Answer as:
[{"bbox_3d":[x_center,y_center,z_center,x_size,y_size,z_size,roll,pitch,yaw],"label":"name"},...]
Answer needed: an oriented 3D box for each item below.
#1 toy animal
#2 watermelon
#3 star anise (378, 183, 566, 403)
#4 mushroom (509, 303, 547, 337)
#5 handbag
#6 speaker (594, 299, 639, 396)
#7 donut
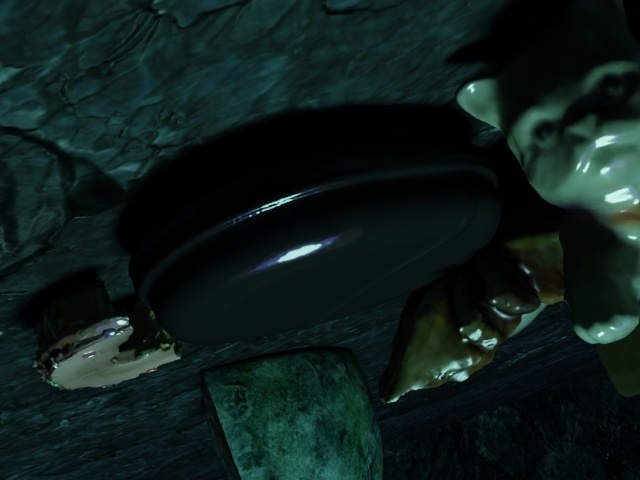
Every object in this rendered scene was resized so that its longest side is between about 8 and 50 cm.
[{"bbox_3d":[0.256,-0.120,0.664,0.308,0.188,0.266,-43,176,27],"label":"toy animal"},{"bbox_3d":[-0.060,0.282,1.398,0.258,0.229,0.387,-21,160,32],"label":"watermelon"},{"bbox_3d":[0.182,0.027,0.895,0.349,0.109,0.292,-45,-168,-8],"label":"star anise"},{"bbox_3d":[0.260,0.053,1.262,0.225,0.093,0.116,-43,173,30],"label":"mushroom"},{"bbox_3d":[0.000,0.001,0.769,0.308,0.093,0.254,-7,157,-39],"label":"handbag"},{"bbox_3d":[0.360,0.016,1.002,0.153,0.231,0.192,-11,160,-29],"label":"speaker"},{"bbox_3d":[-0.191,0.083,0.840,0.117,0.065,0.166,-24,162,4],"label":"donut"}]
